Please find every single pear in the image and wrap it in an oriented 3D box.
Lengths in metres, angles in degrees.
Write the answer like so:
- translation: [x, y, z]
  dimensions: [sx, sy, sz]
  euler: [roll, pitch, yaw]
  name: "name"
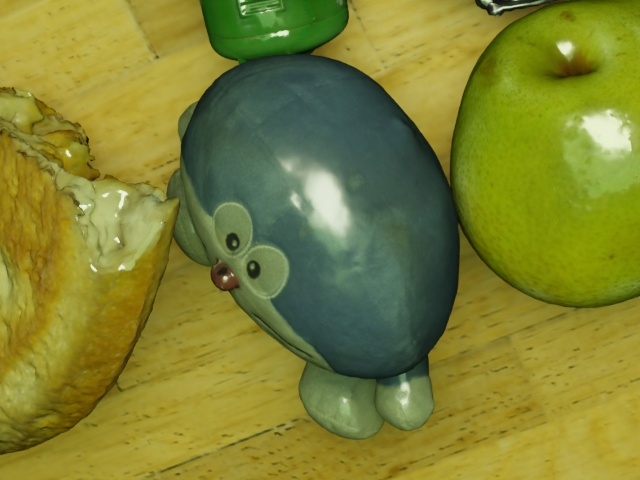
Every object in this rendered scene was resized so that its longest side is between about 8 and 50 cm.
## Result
- translation: [0.164, -0.036, 0.947]
  dimensions: [0.180, 0.166, 0.216]
  euler: [-32, 145, 0]
  name: "pear"

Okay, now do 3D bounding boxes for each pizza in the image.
- translation: [-0.185, 0.044, 0.992]
  dimensions: [0.087, 0.258, 0.268]
  euler: [-4, 119, -38]
  name: "pizza"

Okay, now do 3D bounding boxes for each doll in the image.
- translation: [0.000, 0.000, 0.921]
  dimensions: [0.154, 0.258, 0.228]
  euler: [-35, 82, 2]
  name: "doll"

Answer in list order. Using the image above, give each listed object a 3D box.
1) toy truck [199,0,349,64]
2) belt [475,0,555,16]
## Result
- translation: [-0.042, -0.220, 0.917]
  dimensions: [0.101, 0.125, 0.242]
  euler: [-8, 107, 12]
  name: "toy truck"
- translation: [0.158, -0.198, 0.896]
  dimensions: [0.230, 0.139, 0.126]
  euler: [-13, 113, 11]
  name: "belt"
